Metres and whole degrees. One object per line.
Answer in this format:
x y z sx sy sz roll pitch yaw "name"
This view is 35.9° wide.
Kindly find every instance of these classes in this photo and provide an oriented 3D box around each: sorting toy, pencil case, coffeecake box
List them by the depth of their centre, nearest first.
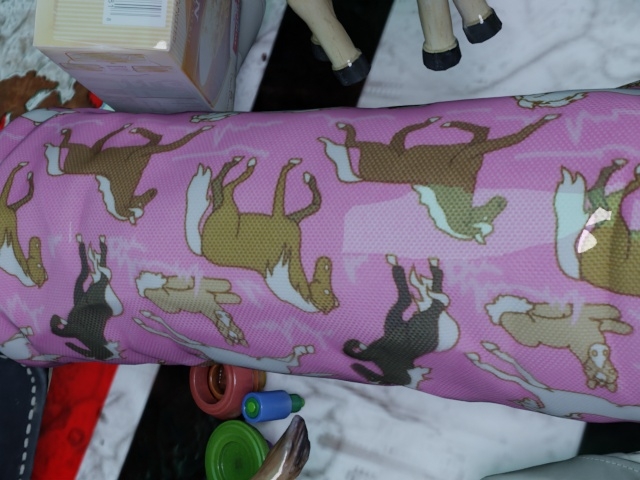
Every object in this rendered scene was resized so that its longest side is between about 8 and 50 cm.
0.000 0.000 0.495 0.386 0.167 0.160 1 54 25 "pencil case"
-0.090 -0.149 0.546 0.068 0.185 0.142 3 85 4 "coffeecake box"
-0.040 0.105 0.584 0.061 0.042 0.102 -30 67 37 "sorting toy"

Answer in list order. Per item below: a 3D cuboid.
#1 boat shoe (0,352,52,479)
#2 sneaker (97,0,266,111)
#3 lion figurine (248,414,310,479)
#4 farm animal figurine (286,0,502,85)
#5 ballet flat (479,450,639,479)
-0.261 0.264 0.569 0.156 0.187 0.500 21 87 32 "boat shoe"
-0.100 -0.080 0.678 0.092 0.087 0.228 38 98 29 "sneaker"
-0.067 0.294 0.434 0.240 0.142 0.392 -20 66 23 "lion figurine"
0.140 -0.201 0.432 0.330 0.172 0.327 -39 40 -16 "farm animal figurine"
0.173 0.124 0.426 0.213 0.072 0.068 8 47 34 "ballet flat"
